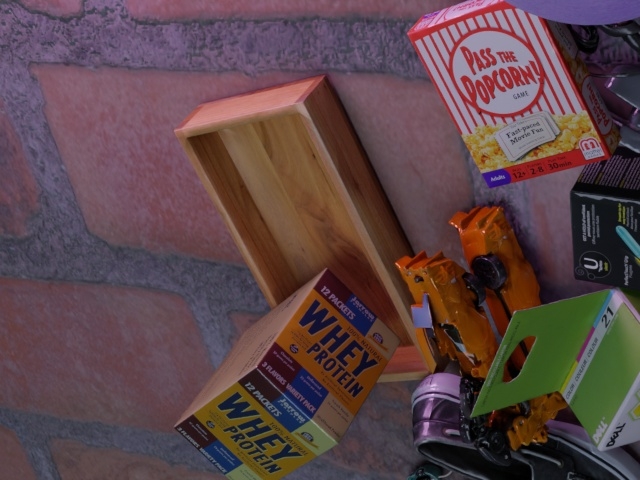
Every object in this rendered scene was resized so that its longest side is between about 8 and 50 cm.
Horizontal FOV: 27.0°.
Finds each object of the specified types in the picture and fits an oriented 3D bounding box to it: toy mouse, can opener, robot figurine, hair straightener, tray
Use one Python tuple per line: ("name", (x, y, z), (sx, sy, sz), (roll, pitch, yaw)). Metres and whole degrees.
("toy mouse", (0.178, 0.358, 1.893), (0.161, 0.031, 0.143), (21, 134, 16))
("can opener", (0.260, -0.175, 1.397), (0.283, 0.076, 0.095), (31, 103, 8))
("robot figurine", (0.204, 0.118, 1.575), (0.085, 0.211, 0.291), (4, 123, 52))
("hair straightener", (0.243, -0.246, 1.342), (0.230, 0.047, 0.089), (44, 134, -3))
("tray", (0.000, 0.000, 1.684), (0.202, 0.076, 0.411), (-8, 121, 36))

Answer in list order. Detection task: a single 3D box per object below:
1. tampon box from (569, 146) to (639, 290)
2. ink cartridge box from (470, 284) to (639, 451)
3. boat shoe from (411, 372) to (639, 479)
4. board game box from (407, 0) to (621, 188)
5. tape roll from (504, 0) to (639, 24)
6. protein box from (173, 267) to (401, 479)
("tampon box", (0.360, -0.020, 1.422), (0.161, 0.101, 0.120), (10, 129, 26))
("ink cartridge box", (0.316, 0.146, 1.477), (0.097, 0.255, 0.189), (59, 148, 36))
("boat shoe", (0.257, 0.289, 1.686), (0.335, 0.119, 0.121), (23, 141, -8))
("board game box", (0.197, -0.157, 1.348), (0.146, 0.045, 0.193), (-15, 115, 39))
("tape roll", (0.231, -0.330, 1.160), (0.274, 0.090, 0.275), (16, 133, 18))
("protein box", (-0.040, 0.178, 1.659), (0.136, 0.200, 0.201), (44, 135, -7))
